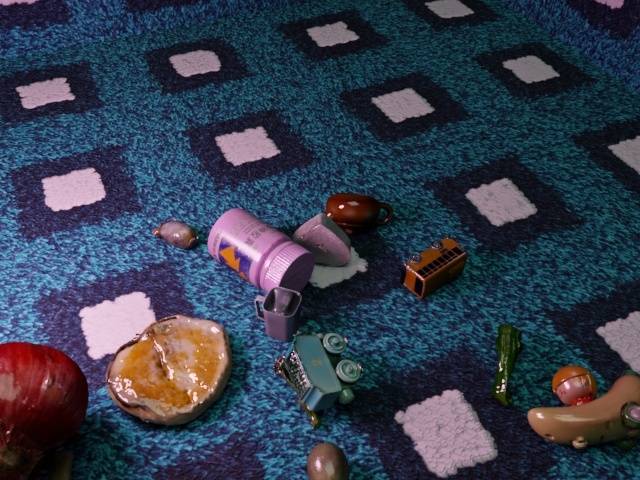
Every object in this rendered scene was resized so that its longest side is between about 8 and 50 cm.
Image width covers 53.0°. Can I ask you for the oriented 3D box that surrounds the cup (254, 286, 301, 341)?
[{"bbox_3d":[-0.120,0.201,1.781,0.128,0.129,0.095,14,45,12],"label":"cup"}]

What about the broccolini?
[{"bbox_3d":[-0.058,0.384,1.650,0.067,0.058,0.216,-18,48,-19],"label":"broccolini"}]

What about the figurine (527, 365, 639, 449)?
[{"bbox_3d":[0.672,0.407,1.608,0.324,0.124,0.222,-9,46,-5],"label":"figurine"}]

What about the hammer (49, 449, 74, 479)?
[{"bbox_3d":[-0.576,0.593,1.397,0.201,0.113,0.305,-7,40,-13],"label":"hammer"}]

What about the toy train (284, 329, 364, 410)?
[{"bbox_3d":[0.003,0.329,1.641,0.163,0.112,0.203,-5,48,-30],"label":"toy train"}]

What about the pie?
[{"bbox_3d":[-0.390,0.330,1.683,0.339,0.077,0.339,3,42,-3],"label":"pie"}]

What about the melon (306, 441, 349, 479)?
[{"bbox_3d":[0.018,0.530,1.478,0.098,0.098,0.131,-8,48,-10],"label":"melon"}]

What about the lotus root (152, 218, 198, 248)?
[{"bbox_3d":[-0.459,-0.023,2.034,0.165,0.088,0.088,15,45,27],"label":"lotus root"}]

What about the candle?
[{"bbox_3d":[0.000,0.000,1.966,0.192,0.169,0.068,4,39,0],"label":"candle"}]

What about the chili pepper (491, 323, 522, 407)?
[{"bbox_3d":[0.495,0.320,1.711,0.074,0.100,0.257,3,50,26],"label":"chili pepper"}]

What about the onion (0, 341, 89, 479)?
[{"bbox_3d":[-0.705,0.388,1.425,0.341,0.341,0.341,1,45,-1],"label":"onion"}]

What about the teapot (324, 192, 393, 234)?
[{"bbox_3d":[0.122,-0.085,2.096,0.252,0.135,0.178,4,12,-23],"label":"teapot"}]

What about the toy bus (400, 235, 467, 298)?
[{"bbox_3d":[0.348,0.079,1.942,0.201,0.098,0.114,-29,53,-27],"label":"toy bus"}]

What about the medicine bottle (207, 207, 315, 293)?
[{"bbox_3d":[-0.177,0.041,1.907,0.290,0.178,0.178,32,52,27],"label":"medicine bottle"}]
